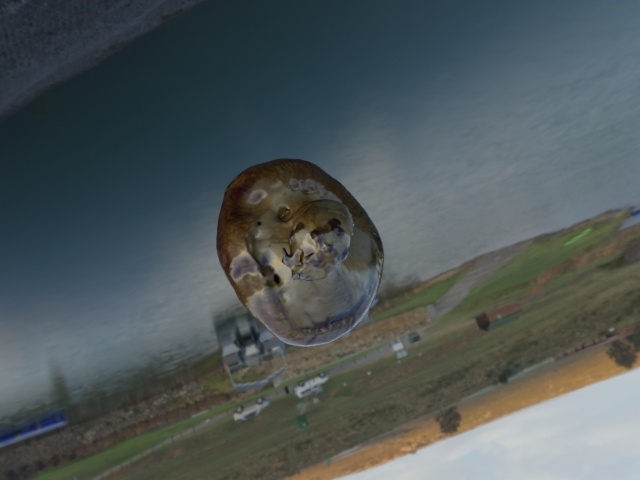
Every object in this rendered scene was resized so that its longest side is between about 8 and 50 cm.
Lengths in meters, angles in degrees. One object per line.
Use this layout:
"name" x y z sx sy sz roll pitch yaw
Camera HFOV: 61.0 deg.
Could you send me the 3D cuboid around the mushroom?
"mushroom" -0.006 0.017 0.781 0.255 0.267 0.267 15 -165 42
